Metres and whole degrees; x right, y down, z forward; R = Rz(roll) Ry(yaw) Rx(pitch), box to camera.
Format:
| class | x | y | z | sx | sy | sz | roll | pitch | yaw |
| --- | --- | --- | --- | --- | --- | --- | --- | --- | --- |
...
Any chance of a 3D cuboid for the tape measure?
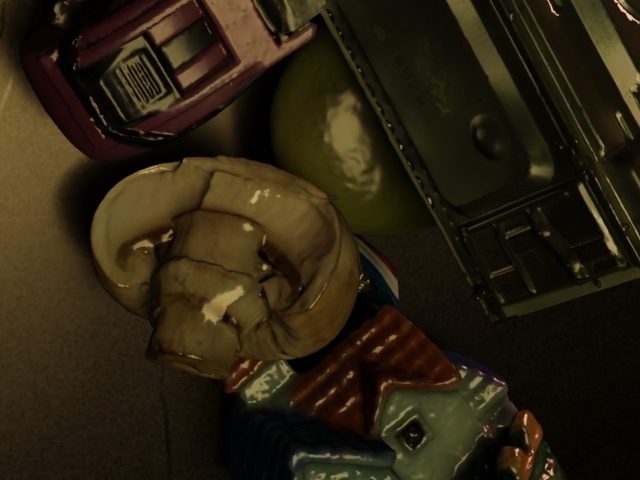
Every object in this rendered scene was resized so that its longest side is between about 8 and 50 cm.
| class | x | y | z | sx | sy | sz | roll | pitch | yaw |
| --- | --- | --- | --- | --- | --- | --- | --- | --- | --- |
| tape measure | -0.138 | -0.183 | 1.261 | 0.245 | 0.231 | 0.149 | -36 | 113 | -10 |

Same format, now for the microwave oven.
| class | x | y | z | sx | sy | sz | roll | pitch | yaw |
| --- | --- | --- | --- | --- | --- | --- | --- | --- | --- |
| microwave oven | 0.225 | -0.183 | 1.289 | 0.333 | 0.247 | 0.394 | -31 | 93 | -35 |

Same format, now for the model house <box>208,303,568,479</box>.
| class | x | y | z | sx | sy | sz | roll | pitch | yaw |
| --- | --- | --- | --- | --- | --- | --- | --- | --- | --- |
| model house | 0.047 | 0.196 | 1.451 | 0.295 | 0.251 | 0.329 | -38 | 109 | -7 |

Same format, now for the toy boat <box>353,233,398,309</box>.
| class | x | y | z | sx | sy | sz | roll | pitch | yaw |
| --- | --- | --- | --- | --- | --- | --- | --- | --- | --- |
| toy boat | 0.000 | 0.000 | 1.465 | 0.229 | 0.080 | 0.046 | 33 | 57 | -25 |

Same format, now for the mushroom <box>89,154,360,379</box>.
| class | x | y | z | sx | sy | sz | roll | pitch | yaw |
| --- | --- | --- | --- | --- | --- | --- | --- | --- | --- |
| mushroom | -0.083 | 0.045 | 1.357 | 0.189 | 0.253 | 0.195 | 57 | 44 | -61 |

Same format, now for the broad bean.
| class | x | y | z | sx | sy | sz | roll | pitch | yaw |
| --- | --- | --- | --- | --- | --- | --- | --- | --- | --- |
| broad bean | 0.086 | -0.123 | 1.428 | 0.291 | 0.119 | 0.238 | -9 | 105 | -21 |
